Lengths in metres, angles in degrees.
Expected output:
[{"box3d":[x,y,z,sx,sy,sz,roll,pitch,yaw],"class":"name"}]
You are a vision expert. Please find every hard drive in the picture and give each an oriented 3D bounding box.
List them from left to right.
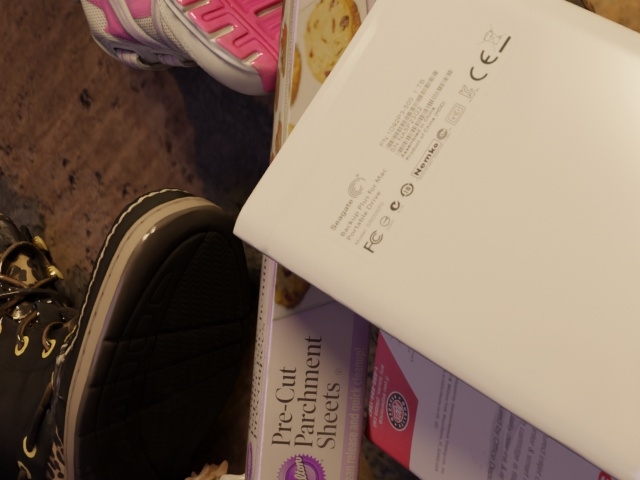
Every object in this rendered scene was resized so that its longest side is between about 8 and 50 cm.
[{"box3d":[0.111,-0.023,1.045,0.307,0.040,0.203,32,88,40],"class":"hard drive"}]

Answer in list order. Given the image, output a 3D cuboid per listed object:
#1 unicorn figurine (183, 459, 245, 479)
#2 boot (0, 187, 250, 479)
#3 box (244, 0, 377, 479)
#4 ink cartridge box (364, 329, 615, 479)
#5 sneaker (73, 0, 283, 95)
[{"box3d":[-0.053,0.198,1.369,0.162,0.111,0.060,3,104,51],"class":"unicorn figurine"},{"box3d":[-0.194,0.071,1.487,0.284,0.138,0.377,44,137,37],"class":"boot"},{"box3d":[0.000,0.000,1.194,0.063,0.067,0.324,-154,69,-81],"class":"box"},{"box3d":[0.134,0.088,1.109,0.218,0.092,0.158,36,130,41],"class":"ink cartridge box"},{"box3d":[-0.091,-0.158,1.310,0.252,0.103,0.111,47,140,40],"class":"sneaker"}]
